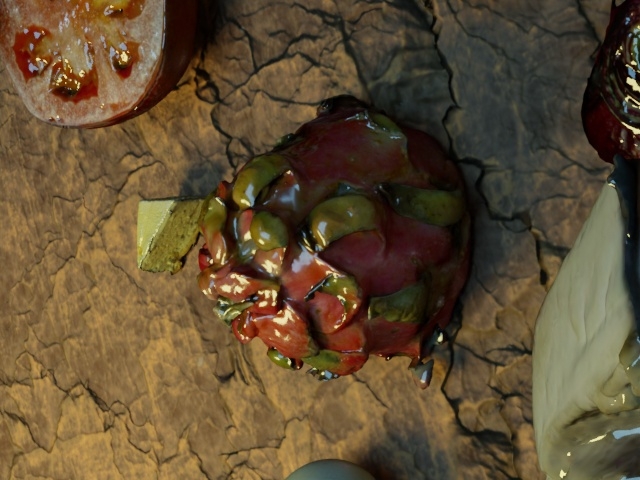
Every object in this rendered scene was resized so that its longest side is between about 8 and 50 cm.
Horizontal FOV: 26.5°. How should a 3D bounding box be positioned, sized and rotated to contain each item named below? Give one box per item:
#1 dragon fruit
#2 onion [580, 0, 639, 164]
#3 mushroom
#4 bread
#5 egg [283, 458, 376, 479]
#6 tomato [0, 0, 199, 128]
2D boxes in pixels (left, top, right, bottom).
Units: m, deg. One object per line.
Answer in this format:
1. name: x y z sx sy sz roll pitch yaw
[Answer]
1. dragon fruit: 0.000 0.000 1.493 0.314 0.263 0.296 41 116 31
2. onion: 0.361 -0.128 1.230 0.206 0.216 0.207 36 123 27
3. mushroom: 0.358 0.120 1.258 0.397 0.313 0.224 107 165 -56
4. bread: -0.191 -0.005 1.763 0.080 0.084 0.109 5 94 41
5. egg: 0.004 0.352 1.576 0.151 0.151 0.209 31 117 34
6. tomato: -0.276 -0.302 1.784 0.338 0.143 0.338 6 100 37
